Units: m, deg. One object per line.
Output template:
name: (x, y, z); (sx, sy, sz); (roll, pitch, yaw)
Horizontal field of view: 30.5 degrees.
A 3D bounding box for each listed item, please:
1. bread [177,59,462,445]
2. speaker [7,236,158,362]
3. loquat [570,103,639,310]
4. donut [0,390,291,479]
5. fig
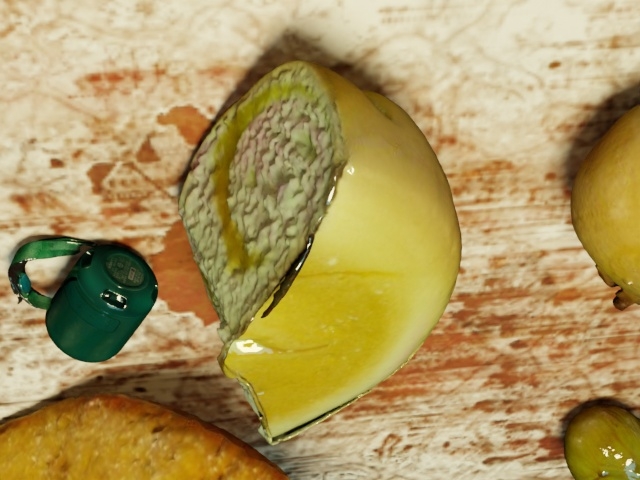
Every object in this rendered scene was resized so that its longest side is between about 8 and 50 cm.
bread: (0.001, 0.009, 0.751); (0.156, 0.158, 0.260); (10, 131, -32)
speaker: (-0.164, 0.033, 0.807); (0.094, 0.060, 0.075); (41, 121, 2)
loquat: (0.239, -0.024, 0.761); (0.163, 0.137, 0.163); (-18, 136, -18)
donut: (-0.150, 0.305, 0.855); (0.435, 0.377, 0.163); (-32, 144, 13)
fig: (0.256, 0.185, 0.991); (0.082, 0.098, 0.084); (-13, 117, -28)
